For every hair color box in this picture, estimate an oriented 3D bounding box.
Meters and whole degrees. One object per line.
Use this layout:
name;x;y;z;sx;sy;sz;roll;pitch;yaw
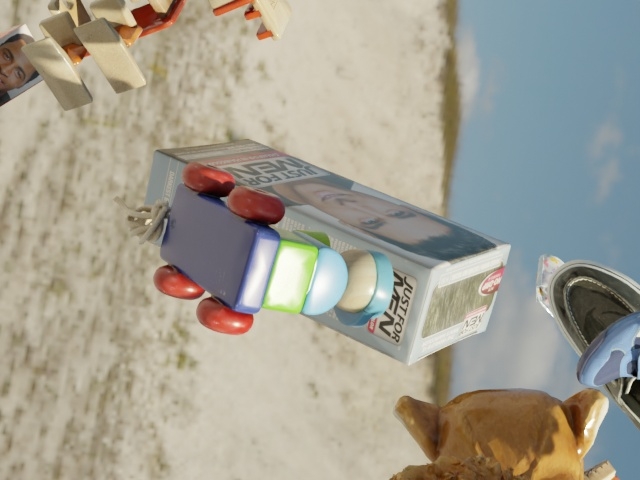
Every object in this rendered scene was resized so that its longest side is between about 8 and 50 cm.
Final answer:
hair color box;-0.399;-0.194;1.503;0.043;0.141;0.072;4;-52;55
hair color box;0.000;0.000;1.412;0.185;0.374;0.114;-15;124;-56

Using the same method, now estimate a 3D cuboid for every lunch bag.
lunch bag;0.362;0.070;1.952;0.053;0.083;0.071;-25;-144;34

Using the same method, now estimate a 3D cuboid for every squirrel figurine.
squirrel figurine;0.157;0.288;1.016;0.397;0.281;0.371;56;35;-66

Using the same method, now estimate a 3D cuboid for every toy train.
toy train;-0.057;0.001;1.002;0.248;0.143;0.105;28;-77;58

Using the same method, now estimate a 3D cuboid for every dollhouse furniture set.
dollhouse furniture set;-0.181;-0.268;1.469;0.135;0.259;0.262;60;29;-31

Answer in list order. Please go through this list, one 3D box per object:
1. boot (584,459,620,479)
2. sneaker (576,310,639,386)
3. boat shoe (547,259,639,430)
boot;0.300;0.294;1.376;0.085;0.059;0.158;56;-11;10
sneaker;0.276;0.087;1.014;0.053;0.144;0.059;73;-8;-54
boat shoe;0.406;0.155;1.558;0.121;0.335;0.119;-45;164;13
